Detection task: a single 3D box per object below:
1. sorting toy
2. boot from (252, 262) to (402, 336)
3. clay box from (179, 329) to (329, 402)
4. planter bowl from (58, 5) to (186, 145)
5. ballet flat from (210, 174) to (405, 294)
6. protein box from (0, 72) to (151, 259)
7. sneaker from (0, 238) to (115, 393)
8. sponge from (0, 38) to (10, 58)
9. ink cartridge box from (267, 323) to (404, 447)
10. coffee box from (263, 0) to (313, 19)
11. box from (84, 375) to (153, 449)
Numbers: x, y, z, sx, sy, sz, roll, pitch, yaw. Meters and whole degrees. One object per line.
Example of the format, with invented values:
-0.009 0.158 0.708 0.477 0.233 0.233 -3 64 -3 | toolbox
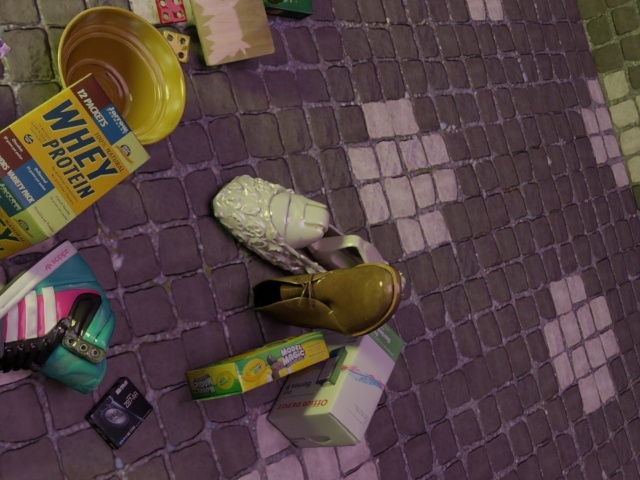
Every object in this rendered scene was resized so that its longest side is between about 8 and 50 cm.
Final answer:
-0.169 -0.376 1.546 0.275 0.046 0.132 -19 99 -29 | sorting toy
0.002 0.093 1.406 0.115 0.305 0.112 13 73 -37 | boot
-0.108 0.199 1.391 0.222 0.127 0.053 -13 87 -46 | clay box
-0.318 -0.236 1.342 0.217 0.090 0.217 14 69 -41 | planter bowl
0.000 0.000 1.554 0.409 0.147 0.146 36 55 -31 | ballet flat
-0.375 -0.088 1.163 0.136 0.201 0.200 56 47 -16 | protein box
-0.376 0.148 1.156 0.178 0.124 0.295 49 47 -10 | sneaker
-0.495 -0.178 1.134 0.031 0.117 0.210 49 49 -25 | sponge
0.028 0.237 1.493 0.093 0.154 0.212 46 51 -25 | ink cartridge box
-0.097 -0.483 1.668 0.184 0.040 0.113 -7 84 -45 | coffee box
-0.290 0.249 1.276 0.067 0.018 0.083 56 47 -18 | box
